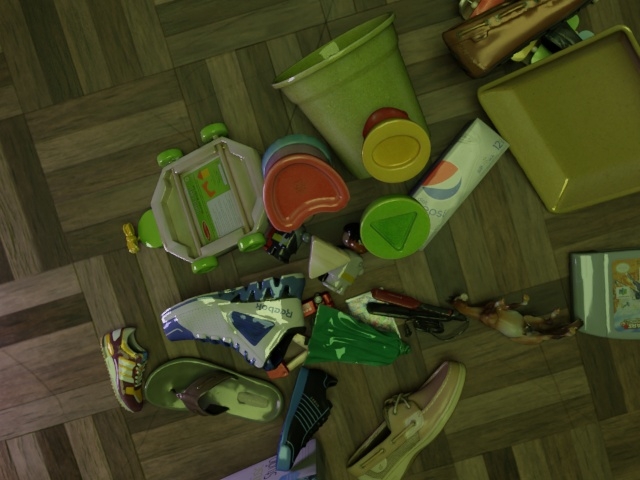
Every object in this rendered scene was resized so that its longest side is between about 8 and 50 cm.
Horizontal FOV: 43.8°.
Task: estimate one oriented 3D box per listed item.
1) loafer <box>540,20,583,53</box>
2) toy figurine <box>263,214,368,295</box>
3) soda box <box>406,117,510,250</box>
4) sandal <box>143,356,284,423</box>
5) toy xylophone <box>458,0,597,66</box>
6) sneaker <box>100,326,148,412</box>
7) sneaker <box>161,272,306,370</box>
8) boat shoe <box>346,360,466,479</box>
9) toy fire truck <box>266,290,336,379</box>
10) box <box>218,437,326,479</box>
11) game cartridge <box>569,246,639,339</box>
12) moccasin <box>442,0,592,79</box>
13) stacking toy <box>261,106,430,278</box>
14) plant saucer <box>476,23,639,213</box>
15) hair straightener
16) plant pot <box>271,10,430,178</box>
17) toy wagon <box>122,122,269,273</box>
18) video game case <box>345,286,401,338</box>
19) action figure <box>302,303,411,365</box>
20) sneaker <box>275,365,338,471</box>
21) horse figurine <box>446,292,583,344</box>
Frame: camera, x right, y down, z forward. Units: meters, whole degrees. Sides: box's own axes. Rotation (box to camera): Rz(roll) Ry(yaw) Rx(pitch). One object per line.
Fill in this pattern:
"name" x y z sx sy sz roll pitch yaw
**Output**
"loafer" 0.520 -0.372 1.571 0.170 0.062 0.061 37 90 -6
"toy figurine" 0.000 0.000 1.614 0.213 0.209 0.148 30 89 -4
"soda box" 0.261 -0.117 1.659 0.091 0.098 0.286 39 95 -4
"sandal" -0.227 0.325 1.705 0.303 0.086 0.120 9 96 -1
"toy xylophone" 0.443 -0.463 1.632 0.323 0.081 0.236 27 95 -3
"sneaker" -0.404 0.278 1.708 0.084 0.069 0.185 -19 97 7
"sneaker" -0.165 0.190 1.635 0.316 0.127 0.182 -16 79 11
"boat shoe" 0.184 0.386 1.698 0.110 0.121 0.341 34 96 -4
"toy fire truck" -0.045 0.204 1.714 0.192 0.047 0.135 -23 96 1
"box" -0.142 0.535 1.655 0.322 0.232 0.058 -25 96 2
"game cartridge" 0.690 0.112 1.709 0.298 0.062 0.198 -5 92 0
"moccasin" 0.408 -0.473 1.530 0.380 0.139 0.147 -34 104 12
"stacking toy" 0.054 -0.096 1.473 0.309 0.130 0.279 -16 123 3
"plant saucer" 0.529 -0.238 1.566 0.333 0.081 0.332 -19 115 45
"hair straightener" 0.209 0.166 1.714 0.231 0.047 0.089 12 120 -10
"plant pot" 0.083 -0.271 1.578 0.276 0.276 0.253 -30 107 3
"toy wagon" -0.256 -0.069 1.639 0.345 0.068 0.267 -25 76 23
"video game case" 0.114 0.171 1.730 0.087 0.011 0.122 -20 95 2
"action figure" 0.085 0.216 1.689 0.232 0.063 0.137 13 105 -16
"sneaker" -0.028 0.379 1.675 0.091 0.081 0.232 17 63 0
"horse figurine" 0.418 0.167 1.676 0.263 0.174 0.066 20 65 -15
